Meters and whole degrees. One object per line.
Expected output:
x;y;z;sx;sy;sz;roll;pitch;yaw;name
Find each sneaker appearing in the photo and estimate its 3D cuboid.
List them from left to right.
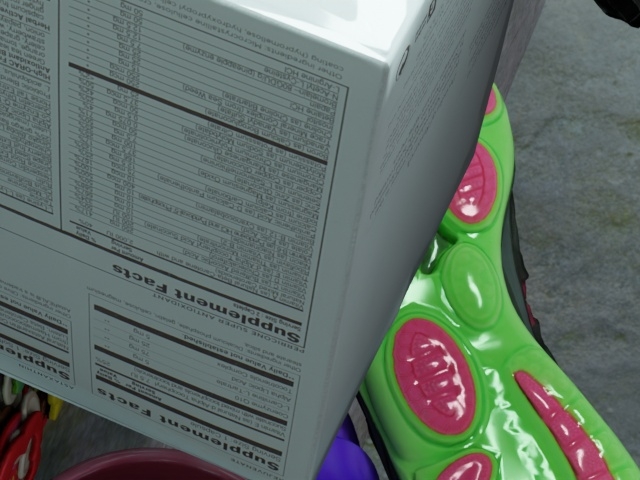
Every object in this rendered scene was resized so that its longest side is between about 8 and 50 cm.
0.074;0.067;1.284;0.202;0.185;0.483;97;-22;-65;sneaker

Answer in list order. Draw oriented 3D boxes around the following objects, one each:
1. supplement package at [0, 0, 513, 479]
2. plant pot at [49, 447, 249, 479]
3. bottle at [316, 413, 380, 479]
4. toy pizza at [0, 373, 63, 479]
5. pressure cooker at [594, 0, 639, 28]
-0.045;-0.079;0.693;0.263;0.198;0.199;99;15;-54;supplement package
-0.118;0.246;1.140;0.201;0.201;0.180;-62;-175;-33;plant pot
-0.026;0.148;1.275;0.283;0.092;0.118;-135;-135;-64;bottle
-0.137;0.051;0.887;0.201;0.032;0.201;12;90;-85;toy pizza
0.286;-0.371;1.331;0.375;0.420;0.370;-42;-176;-17;pressure cooker
